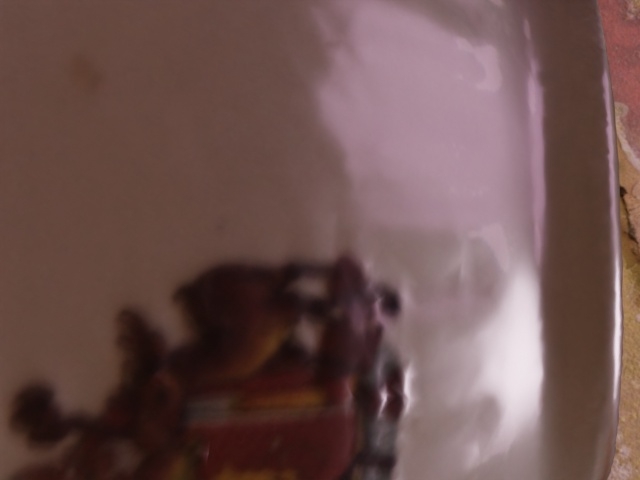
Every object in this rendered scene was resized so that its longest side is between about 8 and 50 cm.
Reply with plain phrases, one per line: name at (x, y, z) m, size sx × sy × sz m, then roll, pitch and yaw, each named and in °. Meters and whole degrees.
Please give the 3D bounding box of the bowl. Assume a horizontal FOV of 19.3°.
bowl at (0.000, 0.000, 0.535) m, size 0.337 × 0.157 × 0.337 m, roll -1°, pitch 90°, yaw -87°
